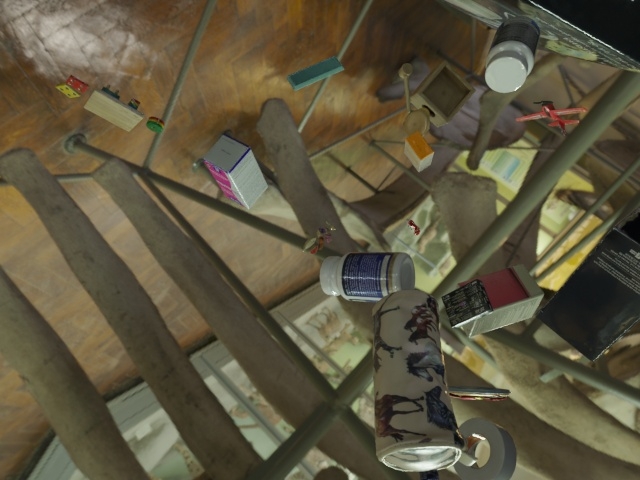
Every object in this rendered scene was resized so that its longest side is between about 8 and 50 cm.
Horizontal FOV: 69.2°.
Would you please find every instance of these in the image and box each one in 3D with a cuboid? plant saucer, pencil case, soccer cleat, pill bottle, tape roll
[{"bbox_3d":[-0.017,-0.569,1.570,0.192,0.067,0.018,-27,156,-8],"label":"plant saucer"},{"bbox_3d":[0.206,0.289,1.017,0.410,0.184,0.159,-86,-168,-48],"label":"pencil case"},{"bbox_3d":[0.333,-0.049,1.674,0.029,0.035,0.083,-47,128,-3],"label":"soccer cleat"},{"bbox_3d":[0.330,-0.320,0.801,0.078,0.078,0.137,108,9,-55],"label":"pill bottle"},{"bbox_3d":[0.141,0.111,1.417,0.153,0.265,0.153,2,88,-60],"label":"pill bottle"},{"bbox_3d":[0.558,0.732,1.600,0.219,0.072,0.219,-41,-148,33],"label":"tape roll"}]

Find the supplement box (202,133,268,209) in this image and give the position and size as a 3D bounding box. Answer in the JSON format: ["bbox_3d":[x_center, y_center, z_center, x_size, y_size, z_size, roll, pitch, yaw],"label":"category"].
[{"bbox_3d":[-0.267,-0.216,1.489,0.114,0.111,0.220,-54,156,-16],"label":"supplement box"}]

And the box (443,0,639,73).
[{"bbox_3d":[0.461,-0.593,0.947,0.471,0.480,0.297,-106,-143,-58],"label":"box"}]

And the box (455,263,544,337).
[{"bbox_3d":[0.556,0.192,1.479,0.232,0.126,0.148,-16,141,-8],"label":"box"}]

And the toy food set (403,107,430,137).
[{"bbox_3d":[0.261,-0.315,1.262,0.083,0.083,0.020,-8,180,41],"label":"toy food set"}]

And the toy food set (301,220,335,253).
[{"bbox_3d":[0.000,0.000,1.471,0.122,0.019,0.078,-51,139,1],"label":"toy food set"}]

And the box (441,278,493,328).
[{"bbox_3d":[0.277,0.121,0.881,0.018,0.067,0.083,22,134,-40],"label":"box"}]

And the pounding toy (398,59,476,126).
[{"bbox_3d":[0.304,-0.429,1.350,0.181,0.206,0.094,-50,-171,0],"label":"pounding toy"}]

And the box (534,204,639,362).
[{"bbox_3d":[0.783,0.098,1.213,0.343,0.179,0.312,-19,144,-42],"label":"box"}]

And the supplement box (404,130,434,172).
[{"bbox_3d":[0.222,-0.200,1.052,0.036,0.062,0.098,-33,170,3],"label":"supplement box"}]

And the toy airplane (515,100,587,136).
[{"bbox_3d":[0.528,-0.278,1.042,0.151,0.151,0.028,51,52,-74],"label":"toy airplane"}]

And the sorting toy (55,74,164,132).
[{"bbox_3d":[-0.575,-0.377,1.286,0.132,0.275,0.046,-10,-121,51],"label":"sorting toy"}]

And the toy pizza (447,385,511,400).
[{"bbox_3d":[0.444,0.443,1.342,0.201,0.201,0.032,62,29,-73],"label":"toy pizza"}]
